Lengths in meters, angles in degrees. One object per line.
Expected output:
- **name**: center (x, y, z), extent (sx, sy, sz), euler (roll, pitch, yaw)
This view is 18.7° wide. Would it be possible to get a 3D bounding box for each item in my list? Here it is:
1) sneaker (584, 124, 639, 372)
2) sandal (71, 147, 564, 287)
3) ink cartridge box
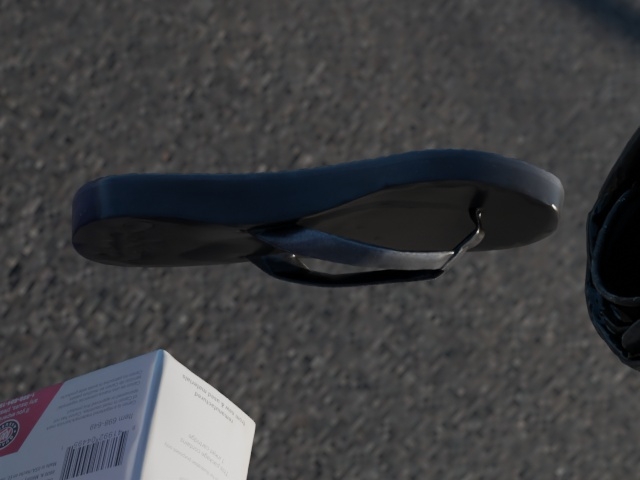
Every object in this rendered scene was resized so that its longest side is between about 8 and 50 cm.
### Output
- **sneaker**: center (0.162, 0.054, 0.763), extent (0.147, 0.295, 0.104), euler (0, 32, -17)
- **sandal**: center (0.000, 0.000, 1.009), extent (0.255, 0.097, 0.054), euler (-4, 68, 3)
- **ink cartridge box**: center (-0.134, 0.189, 1.079), extent (0.092, 0.159, 0.217), euler (42, 43, -35)
